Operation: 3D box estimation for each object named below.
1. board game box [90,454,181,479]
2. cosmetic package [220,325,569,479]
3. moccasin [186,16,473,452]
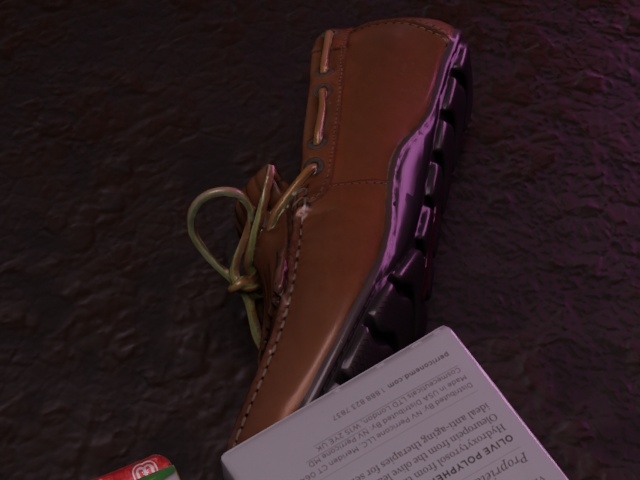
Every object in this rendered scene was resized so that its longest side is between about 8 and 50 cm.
[{"bbox_3d":[-0.105,0.249,0.885,0.124,0.039,0.259,-21,55,-11],"label":"board game box"},{"bbox_3d":[0.105,0.254,0.771,0.155,0.197,0.365,-29,61,-16],"label":"cosmetic package"},{"bbox_3d":[-0.001,-0.002,0.984,0.147,0.139,0.380,6,59,14],"label":"moccasin"}]
